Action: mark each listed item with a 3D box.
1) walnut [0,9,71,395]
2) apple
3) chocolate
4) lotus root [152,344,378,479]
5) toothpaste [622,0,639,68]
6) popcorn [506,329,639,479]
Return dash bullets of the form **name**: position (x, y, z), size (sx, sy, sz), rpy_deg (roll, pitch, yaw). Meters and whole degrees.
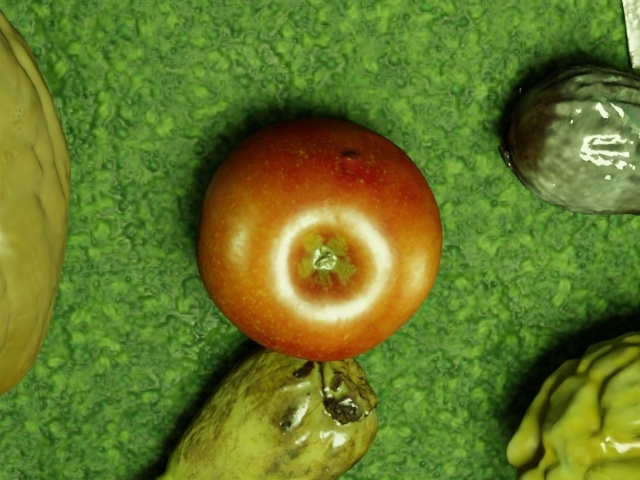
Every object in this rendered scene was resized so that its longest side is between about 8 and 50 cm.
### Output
- **walnut**: position (-0.286, -0.031, 0.904), size (0.277, 0.252, 0.313), rpy_deg (-10, 117, -5)
- **apple**: position (0.000, 0.000, 1.013), size (0.163, 0.139, 0.163), rpy_deg (-2, 112, -6)
- **chocolate**: position (0.243, -0.056, 1.044), size (0.248, 0.110, 0.110), rpy_deg (14, 107, -12)
- **lotus root**: position (-0.047, 0.141, 1.087), size (0.190, 0.094, 0.108), rpy_deg (-34, 94, 16)
- **toothpaste**: position (0.341, -0.194, 1.033), size (0.282, 0.068, 0.099), rpy_deg (-10, 83, 4)
- **popcorn**: position (0.255, 0.173, 1.076), size (0.249, 0.225, 0.249), rpy_deg (10, 121, 18)
